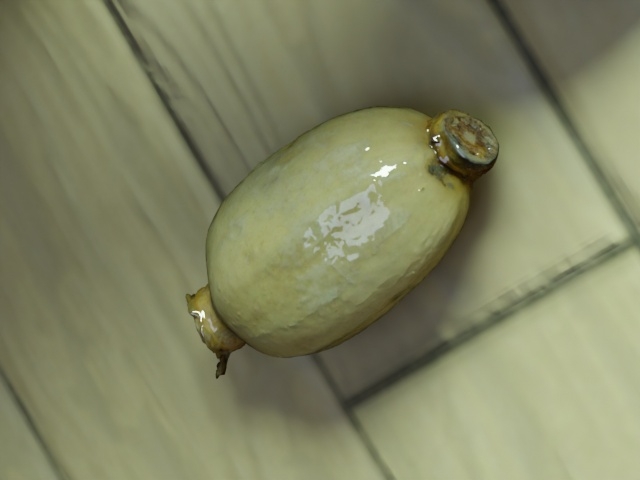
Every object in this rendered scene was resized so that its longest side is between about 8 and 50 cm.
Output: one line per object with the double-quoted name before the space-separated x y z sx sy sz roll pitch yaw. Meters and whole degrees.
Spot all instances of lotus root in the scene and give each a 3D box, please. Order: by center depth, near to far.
"lotus root" 0.000 0.000 0.636 0.150 0.062 0.073 -38 84 27
